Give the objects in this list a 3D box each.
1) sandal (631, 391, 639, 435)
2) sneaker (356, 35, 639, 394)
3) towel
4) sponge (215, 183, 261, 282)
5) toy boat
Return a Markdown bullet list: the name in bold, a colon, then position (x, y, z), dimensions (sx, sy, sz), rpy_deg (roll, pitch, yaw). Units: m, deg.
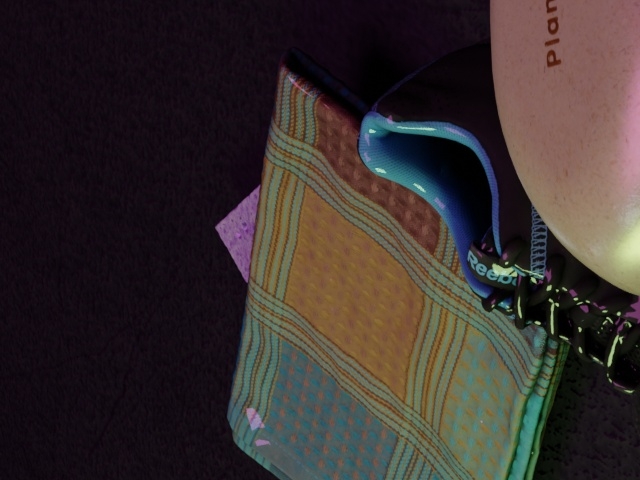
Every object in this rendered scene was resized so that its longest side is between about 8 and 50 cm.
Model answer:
- **sandal**: position (0.236, 0.141, 1.114), dimensions (0.179, 0.040, 0.067), rpy_deg (-119, 34, -41)
- **sneaker**: position (0.154, 0.028, 1.068), dimensions (0.341, 0.139, 0.125), rpy_deg (50, 142, 27)
- **towel**: position (0.042, 0.084, 1.326), dimensions (0.271, 0.040, 0.370), rpy_deg (40, 143, 28)
- **sponge**: position (0.000, 0.000, 1.394), dimensions (0.117, 0.031, 0.210), rpy_deg (63, 148, 8)
- **toy boat**: position (0.206, -0.104, 0.911), dimensions (0.318, 0.148, 0.267), rpy_deg (2, 94, 60)
